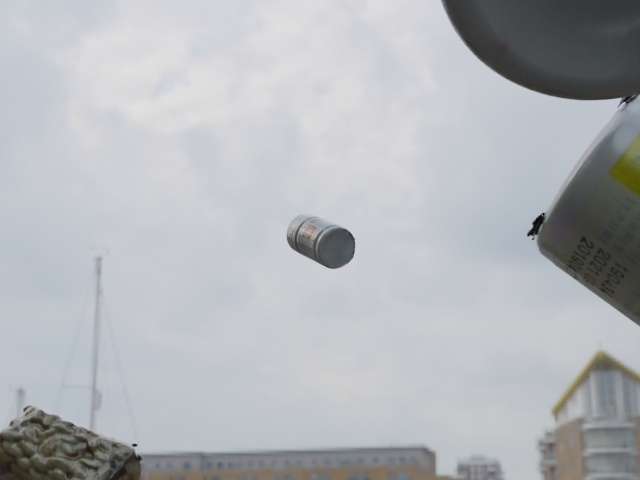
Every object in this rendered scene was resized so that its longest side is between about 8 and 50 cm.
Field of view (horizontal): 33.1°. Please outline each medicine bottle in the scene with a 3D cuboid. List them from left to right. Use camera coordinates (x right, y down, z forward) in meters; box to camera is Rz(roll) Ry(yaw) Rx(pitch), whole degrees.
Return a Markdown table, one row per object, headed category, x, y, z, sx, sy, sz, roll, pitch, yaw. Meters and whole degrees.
| category | x | y | z | sx | sy | sz | roll | pitch | yaw |
| --- | --- | --- | --- | --- | --- | --- | --- | --- | --- |
| medicine bottle | 0.000 | 0.000 | 1.394 | 0.057 | 0.057 | 0.089 | 12 | 6 | -32 |
| medicine bottle | 0.165 | -0.271 | 0.741 | 0.211 | 0.371 | 0.211 | 0 | -53 | 0 |
| medicine bottle | 0.426 | 0.027 | 1.120 | 0.379 | 0.213 | 0.213 | 37 | -11 | 15 |

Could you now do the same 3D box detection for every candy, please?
| category | x | y | z | sx | sy | sz | roll | pitch | yaw |
| --- | --- | --- | --- | --- | --- | --- | --- | --- | --- |
| candy | -0.188 | 0.169 | 0.793 | 0.110 | 0.085 | 0.095 | 30 | -31 | 0 |
